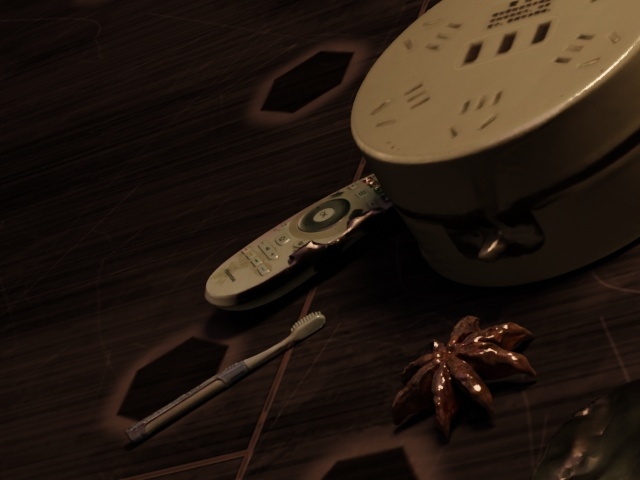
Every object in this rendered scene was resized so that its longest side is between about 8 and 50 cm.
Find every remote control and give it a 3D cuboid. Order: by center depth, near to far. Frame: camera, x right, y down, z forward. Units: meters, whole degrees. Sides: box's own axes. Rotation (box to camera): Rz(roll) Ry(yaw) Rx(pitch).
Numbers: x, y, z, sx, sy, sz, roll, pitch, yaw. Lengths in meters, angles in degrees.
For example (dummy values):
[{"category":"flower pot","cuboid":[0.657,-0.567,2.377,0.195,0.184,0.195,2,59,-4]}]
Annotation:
[{"category":"remote control","cuboid":[0.000,-0.002,1.984,0.256,0.045,0.097,-32,28,-4]}]

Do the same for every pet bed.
[{"category":"pet bed","cuboid":[0.240,0.168,1.448,0.201,0.053,0.201,-24,30,15]}]

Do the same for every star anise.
[{"category":"star anise","cuboid":[0.118,0.109,1.682,0.141,0.042,0.141,-25,30,16]}]

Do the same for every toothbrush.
[{"category":"toothbrush","cuboid":[-0.090,0.128,1.895,0.219,0.016,0.019,-33,26,1]}]

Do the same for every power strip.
[{"category":"power strip","cuboid":[0.200,-0.117,1.830,0.357,0.161,0.357,-25,29,15]}]
